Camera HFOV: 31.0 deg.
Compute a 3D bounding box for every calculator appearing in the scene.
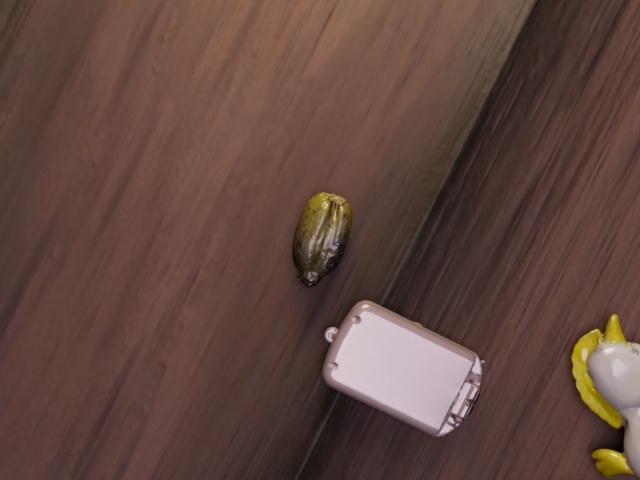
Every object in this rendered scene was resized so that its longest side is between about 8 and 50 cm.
[{"bbox_3d":[0.083,0.132,1.190,0.175,0.032,0.100,27,91,-4],"label":"calculator"}]

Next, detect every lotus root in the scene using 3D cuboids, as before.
[{"bbox_3d":[0.000,0.000,1.169,0.054,0.049,0.099,17,92,-12],"label":"lotus root"}]

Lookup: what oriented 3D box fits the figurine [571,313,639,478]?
[{"bbox_3d":[0.330,0.162,1.181,0.130,0.109,0.178,-12,91,20],"label":"figurine"}]
